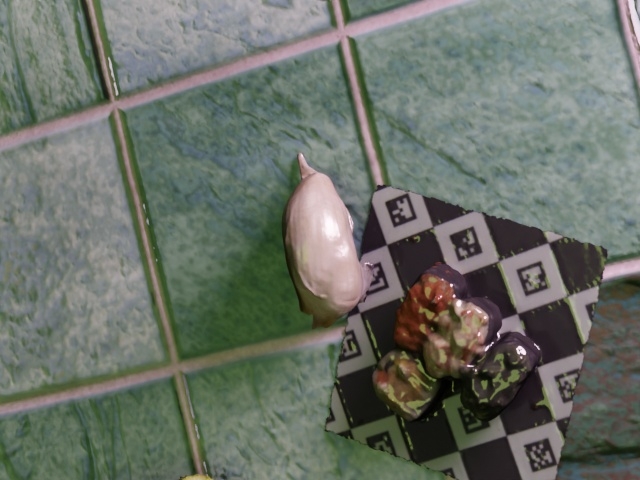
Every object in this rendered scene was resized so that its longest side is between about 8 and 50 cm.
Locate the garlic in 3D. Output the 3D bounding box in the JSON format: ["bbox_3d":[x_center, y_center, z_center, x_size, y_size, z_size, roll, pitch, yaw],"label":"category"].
[{"bbox_3d":[-0.006,0.001,1.594,0.084,0.066,0.152,-1,98,58],"label":"garlic"}]

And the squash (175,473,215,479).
[{"bbox_3d":[-0.180,0.270,1.712,0.287,0.137,0.137,-1,95,42],"label":"squash"}]

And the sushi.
[{"bbox_3d":[0.107,0.090,1.557,0.220,0.047,0.231,17,103,27],"label":"sushi"}]
